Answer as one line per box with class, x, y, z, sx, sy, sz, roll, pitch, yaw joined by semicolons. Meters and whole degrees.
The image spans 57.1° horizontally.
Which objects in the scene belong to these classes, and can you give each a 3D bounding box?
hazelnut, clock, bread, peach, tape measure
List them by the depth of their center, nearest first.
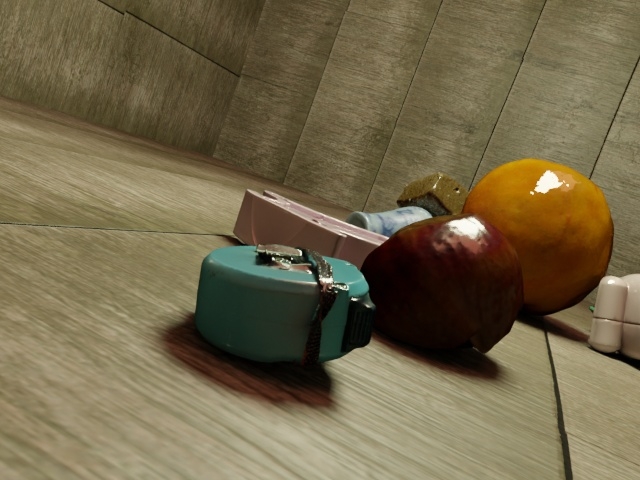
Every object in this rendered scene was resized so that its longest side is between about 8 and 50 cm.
tape measure;-0.030;0.046;0.445;0.125;0.081;0.146;8;8;-11
hazelnut;0.139;0.053;0.684;0.201;0.160;0.170;-24;13;-23
clock;0.000;0.000;0.929;0.275;0.080;0.290;14;10;-47
clock;0.730;0.177;1.121;0.342;0.184;0.326;6;5;-44
peach;0.453;0.001;1.268;0.343;0.302;0.343;31;-4;2
bread;0.398;-0.011;1.520;0.416;0.113;0.165;37;-20;-12

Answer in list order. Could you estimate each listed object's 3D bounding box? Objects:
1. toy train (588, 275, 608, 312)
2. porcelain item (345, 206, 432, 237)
toy train;0.782;0.194;1.444;0.285;0.116;0.177;32;1;-43
porcelain item;0.178;-0.017;1.394;0.259;0.141;0.141;5;14;-38
